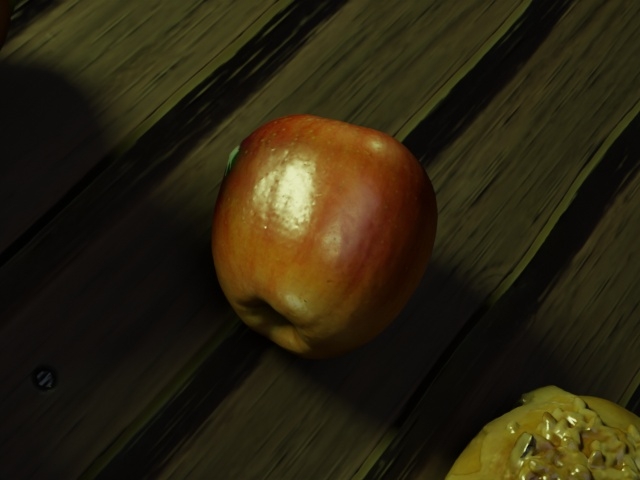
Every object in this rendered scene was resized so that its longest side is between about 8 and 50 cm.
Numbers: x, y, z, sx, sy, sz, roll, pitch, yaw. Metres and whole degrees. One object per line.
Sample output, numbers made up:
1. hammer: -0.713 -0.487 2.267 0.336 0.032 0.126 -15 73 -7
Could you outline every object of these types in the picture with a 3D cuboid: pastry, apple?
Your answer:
1. pastry: 0.241 0.274 0.947 0.284 0.184 0.316 -23 84 -31
2. apple: 0.000 0.000 0.932 0.199 0.199 0.199 8 70 -23

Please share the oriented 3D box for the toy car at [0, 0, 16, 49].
1. toy car: -0.295 -0.107 0.804 0.145 0.235 0.235 1 73 -24
